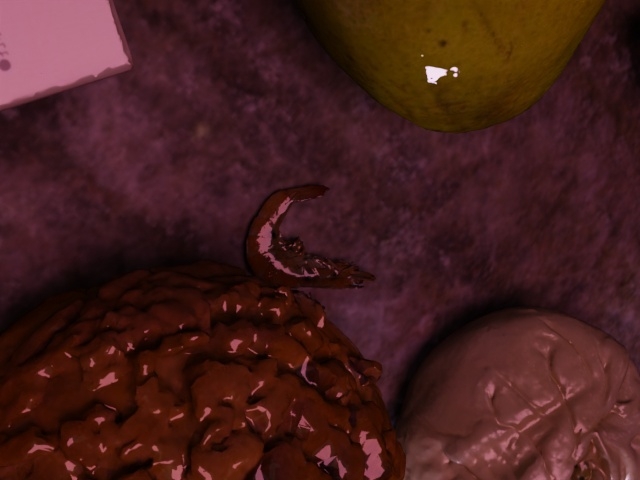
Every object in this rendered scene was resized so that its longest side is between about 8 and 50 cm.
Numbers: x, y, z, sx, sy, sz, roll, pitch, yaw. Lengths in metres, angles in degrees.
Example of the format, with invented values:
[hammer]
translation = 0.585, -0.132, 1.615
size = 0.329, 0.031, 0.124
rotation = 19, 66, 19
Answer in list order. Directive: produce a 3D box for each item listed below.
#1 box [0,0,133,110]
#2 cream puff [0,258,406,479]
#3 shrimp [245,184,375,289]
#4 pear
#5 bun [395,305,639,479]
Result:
[box]
translation = -0.255, -0.227, 0.399
size = 0.214, 0.069, 0.353
rotation = -22, 112, -17
[cream puff]
translation = -0.088, 0.182, 0.508
size = 0.342, 0.231, 0.327
rotation = -3, 104, -24
[shrimp]
translation = 0.000, 0.000, 0.608
size = 0.114, 0.023, 0.083
rotation = 13, 97, -24
[pear]
translation = 0.079, -0.192, 0.479
size = 0.212, 0.212, 0.269
rotation = -25, 129, -16
[bun]
translation = 0.185, 0.171, 0.680
size = 0.229, 0.145, 0.230
rotation = -8, 112, -21
